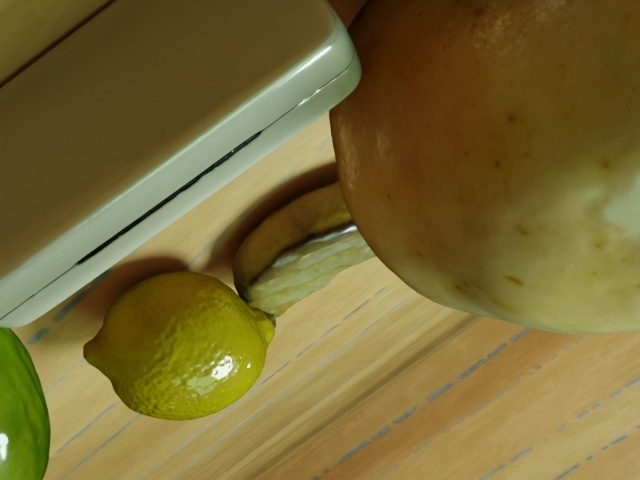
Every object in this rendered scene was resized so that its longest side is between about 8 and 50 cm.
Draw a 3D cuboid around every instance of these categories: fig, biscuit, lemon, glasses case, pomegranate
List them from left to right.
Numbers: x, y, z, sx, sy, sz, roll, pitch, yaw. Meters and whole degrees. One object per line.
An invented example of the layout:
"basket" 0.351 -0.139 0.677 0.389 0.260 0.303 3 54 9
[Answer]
"fig" -0.384 0.153 0.669 0.233 0.233 0.314 -27 131 -15
"glasses case" -0.142 -0.082 0.528 0.336 0.144 0.076 -34 158 5
"lemon" -0.165 0.127 0.888 0.244 0.187 0.187 -4 146 -35
"biscuit" -0.001 -0.001 0.971 0.274 0.091 0.213 -28 157 8
"pomegranate" 0.220 -0.109 0.624 0.411 0.411 0.411 -28 159 -12
